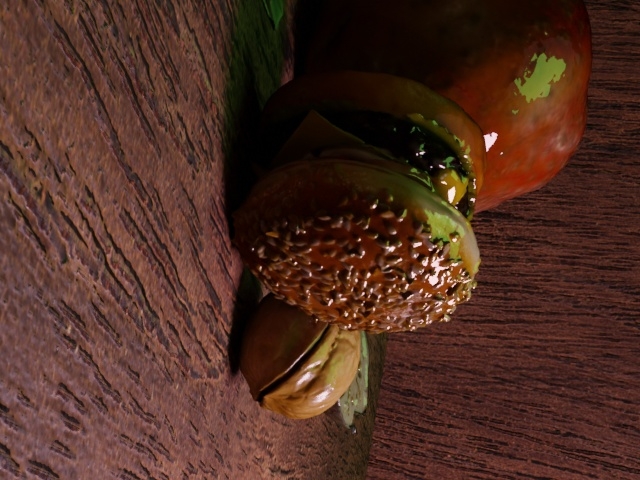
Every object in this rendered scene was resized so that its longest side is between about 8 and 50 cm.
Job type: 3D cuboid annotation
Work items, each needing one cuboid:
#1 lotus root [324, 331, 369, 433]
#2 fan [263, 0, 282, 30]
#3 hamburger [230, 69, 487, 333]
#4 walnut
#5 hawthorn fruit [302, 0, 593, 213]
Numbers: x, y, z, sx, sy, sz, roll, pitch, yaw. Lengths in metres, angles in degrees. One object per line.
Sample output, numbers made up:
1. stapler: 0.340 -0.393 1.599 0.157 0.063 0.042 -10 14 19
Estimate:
1. lotus root: 0.025 0.219 2.248 0.183 0.078 0.203 47 43 -62
2. fan: -0.051 -0.320 1.431 0.240 0.009 0.131 83 14 -59
3. hamburger: 0.046 -0.033 1.455 0.291 0.291 0.225 85 17 -57
4. walnut: -0.025 0.130 1.576 0.180 0.144 0.144 -57 155 -54
5. hawthorn fruit: 0.144 -0.199 1.737 0.403 0.403 0.402 8 90 -82
